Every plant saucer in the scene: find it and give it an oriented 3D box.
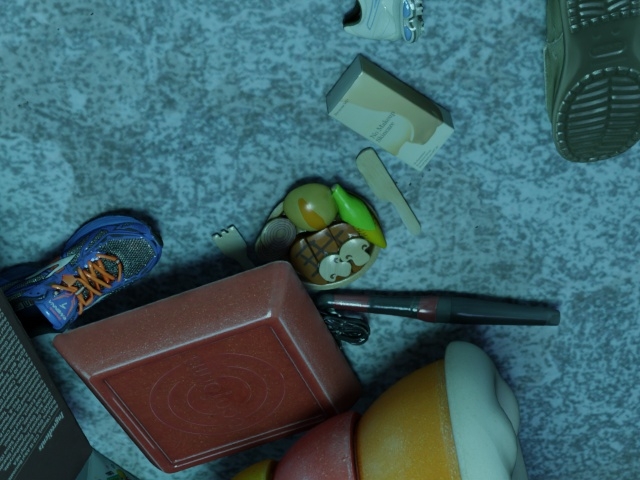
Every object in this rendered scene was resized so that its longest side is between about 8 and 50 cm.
[{"bbox_3d":[-0.109,0.149,1.567,0.259,0.048,0.258,-18,138,9],"label":"plant saucer"}]

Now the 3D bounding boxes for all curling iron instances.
[{"bbox_3d":[0.118,0.081,1.598,0.274,0.035,0.068,-3,132,-4],"label":"curling iron"}]

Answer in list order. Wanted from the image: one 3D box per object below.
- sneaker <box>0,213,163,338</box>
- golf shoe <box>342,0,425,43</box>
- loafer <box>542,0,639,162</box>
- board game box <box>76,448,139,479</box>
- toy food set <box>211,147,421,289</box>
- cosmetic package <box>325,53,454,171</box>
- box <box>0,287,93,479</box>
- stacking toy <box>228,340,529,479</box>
[{"bbox_3d":[-0.254,0.051,1.520,0.221,0.087,0.083,-30,119,13],"label":"sneaker"},{"bbox_3d":[0.049,-0.260,1.371,0.086,0.069,0.176,-3,120,4],"label":"golf shoe"},{"bbox_3d":[0.261,-0.185,1.419,0.102,0.092,0.268,-6,137,1],"label":"loafer"},{"bbox_3d":[-0.219,0.408,1.734,0.303,0.097,0.224,38,111,-23],"label":"board game box"},{"bbox_3d":[0.000,0.000,1.536,0.192,0.038,0.132,-29,119,13],"label":"toy food set"},{"bbox_3d":[0.068,-0.124,1.466,0.115,0.041,0.060,29,115,-20],"label":"cosmetic package"},{"bbox_3d":[-0.389,0.121,1.448,0.191,0.143,0.381,6,139,27],"label":"box"},{"bbox_3d":[-0.010,0.317,1.563,0.479,0.351,0.351,-13,121,9],"label":"stacking toy"}]
